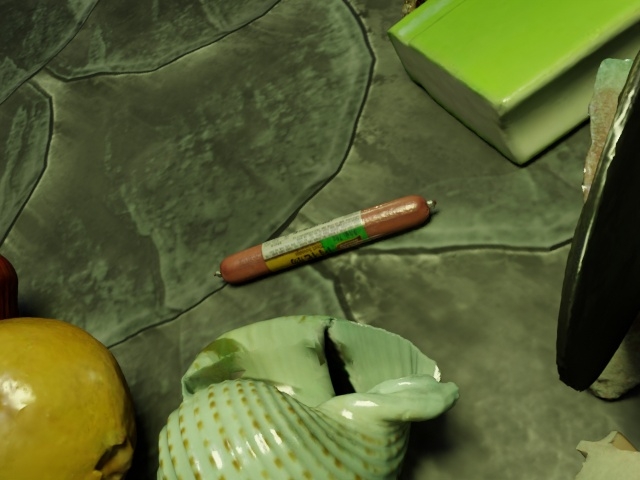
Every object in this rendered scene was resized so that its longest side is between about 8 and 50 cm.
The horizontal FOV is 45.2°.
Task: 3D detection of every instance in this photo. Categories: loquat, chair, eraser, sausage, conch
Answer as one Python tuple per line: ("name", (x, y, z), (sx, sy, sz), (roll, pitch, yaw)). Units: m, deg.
("loquat", (-0.249, 0.153, 0.613), (0.234, 0.176, 0.187), (0, 62, 25))
("chair", (0.328, 0.031, 0.307), (0.401, 0.226, 0.226), (20, 65, 29))
("eraser", (0.228, -0.218, 0.717), (0.274, 0.092, 0.210), (-37, 44, -1))
("sausage", (0.000, 0.000, 0.705), (0.223, 0.029, 0.029), (-18, 46, 16))
("conch", (-0.011, 0.142, 0.523), (0.200, 0.131, 0.172), (-2, 19, -5))

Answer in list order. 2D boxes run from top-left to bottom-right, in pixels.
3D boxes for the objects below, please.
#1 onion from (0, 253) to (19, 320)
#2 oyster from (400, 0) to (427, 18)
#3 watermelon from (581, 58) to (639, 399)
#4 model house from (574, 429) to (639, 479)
("onion", (-0.373, 0.118, 0.736), (0.230, 0.163, 0.230), (-39, 4, 3))
("oyster", (0.132, -0.269, 0.844), (0.103, 0.051, 0.148), (-18, 56, 26))
("watermelon", (0.240, -0.003, 0.542), (0.154, 0.094, 0.241), (16, 64, 28))
("model house", (0.233, 0.220, 0.267), (0.169, 0.244, 0.326), (-51, 13, -18))
